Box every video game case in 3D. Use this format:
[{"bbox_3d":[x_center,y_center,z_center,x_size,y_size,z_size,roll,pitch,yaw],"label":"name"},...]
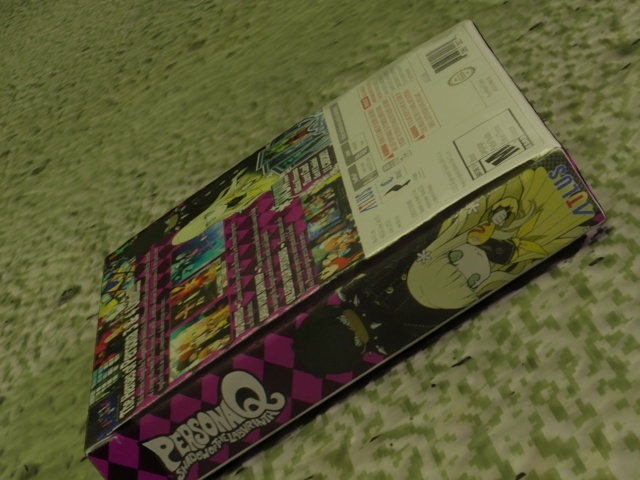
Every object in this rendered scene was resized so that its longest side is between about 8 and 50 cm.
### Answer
[{"bbox_3d":[0.000,0.000,0.814,0.210,0.042,0.232,-33,17,6],"label":"video game case"}]
